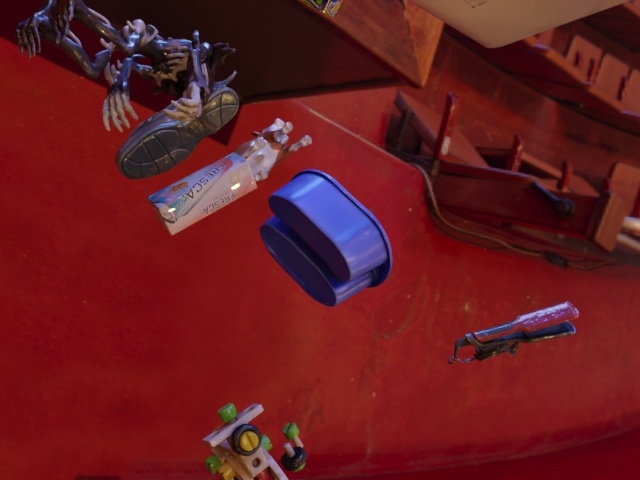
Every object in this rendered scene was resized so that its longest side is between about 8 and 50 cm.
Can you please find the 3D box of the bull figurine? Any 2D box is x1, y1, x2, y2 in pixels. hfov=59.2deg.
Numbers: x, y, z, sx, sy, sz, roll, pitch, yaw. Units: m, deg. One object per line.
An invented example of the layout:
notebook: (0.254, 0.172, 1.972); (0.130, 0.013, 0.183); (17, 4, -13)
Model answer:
bull figurine: (-0.142, -0.211, 1.371); (0.101, 0.188, 0.310); (54, 49, -17)

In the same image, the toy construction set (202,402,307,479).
toy construction set: (-0.198, 0.450, 1.143); (0.309, 0.257, 0.237); (-28, 102, -6)

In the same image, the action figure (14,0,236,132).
action figure: (-0.217, -0.205, 0.698); (0.276, 0.164, 0.141); (12, 73, -53)

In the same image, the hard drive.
hard drive: (0.214, -0.241, 0.495); (0.319, 0.210, 0.040); (-21, 97, -60)

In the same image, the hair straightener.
hair straightener: (0.321, 0.174, 0.947); (0.230, 0.047, 0.089); (-18, 127, -7)

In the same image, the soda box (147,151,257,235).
soda box: (-0.206, -0.086, 0.999); (0.183, 0.058, 0.063); (-33, 130, -22)

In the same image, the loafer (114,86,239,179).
loafer: (-0.280, -0.213, 1.079); (0.267, 0.084, 0.096); (-39, 141, -19)

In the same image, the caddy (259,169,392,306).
caddy: (0.016, -0.012, 1.345); (0.179, 0.341, 0.241); (-33, 160, -35)

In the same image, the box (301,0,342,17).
box: (-0.034, -0.559, 1.252); (0.059, 0.169, 0.054); (-17, 140, -61)
